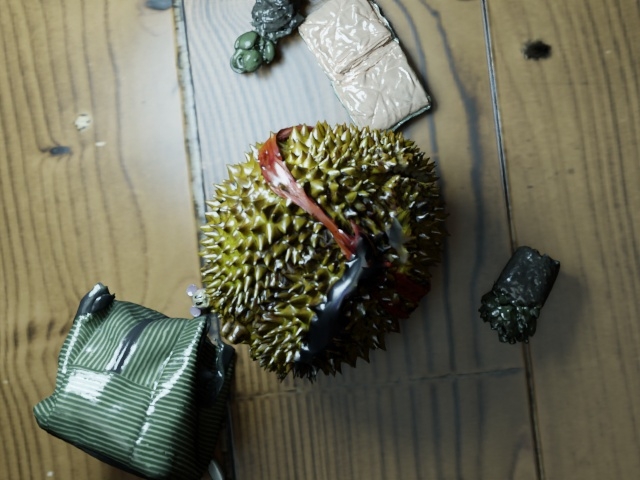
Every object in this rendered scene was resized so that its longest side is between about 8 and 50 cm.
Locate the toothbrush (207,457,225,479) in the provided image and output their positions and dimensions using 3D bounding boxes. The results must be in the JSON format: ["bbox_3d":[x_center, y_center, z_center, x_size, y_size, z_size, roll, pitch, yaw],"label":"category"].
[{"bbox_3d":[-0.110,0.471,1.630,0.021,0.024,0.288,-27,86,13],"label":"toothbrush"}]

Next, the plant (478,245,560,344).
[{"bbox_3d":[0.289,0.081,1.513,0.092,0.094,0.143,28,91,0],"label":"plant"}]

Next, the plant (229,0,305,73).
[{"bbox_3d":[-0.083,-0.330,1.605,0.087,0.085,0.174,27,101,-18],"label":"plant"}]

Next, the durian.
[{"bbox_3d":[0.004,0.004,1.466,0.384,0.347,0.347,-42,81,-4],"label":"durian"}]

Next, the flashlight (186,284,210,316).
[{"bbox_3d":[-0.157,0.088,1.637,0.110,0.031,0.052,-10,87,12],"label":"flashlight"}]

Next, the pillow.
[{"bbox_3d":[0.066,-0.272,1.591,0.126,0.043,0.233,-31,81,6],"label":"pillow"}]

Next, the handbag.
[{"bbox_3d":[-0.258,0.218,1.523,0.247,0.341,0.240,19,76,10],"label":"handbag"}]
